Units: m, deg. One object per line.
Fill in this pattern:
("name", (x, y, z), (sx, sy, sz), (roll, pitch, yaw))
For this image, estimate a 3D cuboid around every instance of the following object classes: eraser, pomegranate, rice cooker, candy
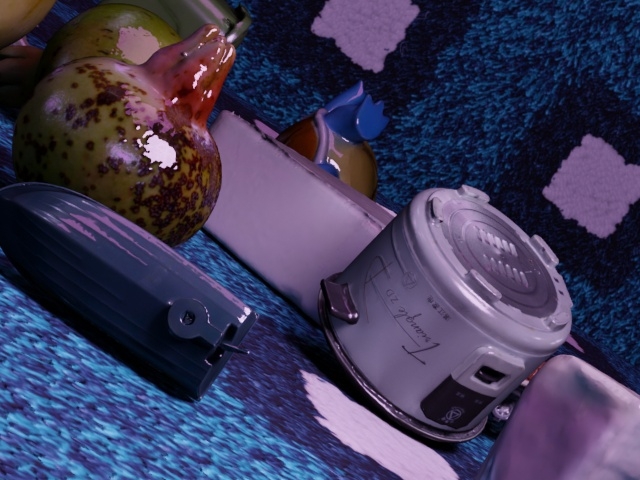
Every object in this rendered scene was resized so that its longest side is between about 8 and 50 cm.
("eraser", (0.000, 0.000, 2.123), (0.331, 0.150, 0.331), (34, 5, -3))
("pomegranate", (-0.268, -0.181, 1.949), (0.241, 0.190, 0.159), (37, 32, 6))
("rice cooker", (0.129, 0.086, 1.842), (0.280, 0.227, 0.241), (22, 35, -35))
("pomegranate", (-0.171, -0.105, 1.629), (0.214, 0.248, 0.214), (41, 5, -4))
("candy", (0.301, 0.262, 1.563), (0.359, 0.208, 0.145), (29, 8, -36))

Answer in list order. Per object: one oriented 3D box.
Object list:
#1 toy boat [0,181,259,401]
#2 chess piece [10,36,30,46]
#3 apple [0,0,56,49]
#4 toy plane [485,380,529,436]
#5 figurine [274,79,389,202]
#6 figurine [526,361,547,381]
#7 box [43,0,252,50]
("toy boat", (-0.166, 0.032, 1.385), (0.246, 0.093, 0.103), (34, -13, -1))
("chess piece", (-0.382, -0.233, 2.268), (0.149, 0.059, 0.059), (45, 10, 19))
("apple", (-0.426, -0.369, 2.097), (0.233, 0.258, 0.295), (41, -5, -36))
("toy plane", (0.188, 0.180, 2.069), (0.262, 0.088, 0.192), (18, -20, 7))
("figurine", (0.007, -0.078, 2.493), (0.416, 0.243, 0.297), (-19, 98, -77))
("figurine", (0.281, 0.167, 2.456), (0.195, 0.111, 0.102), (40, -11, 38))
("box", (-0.234, -0.265, 2.246), (0.178, 0.253, 0.328), (46, 4, -9))
